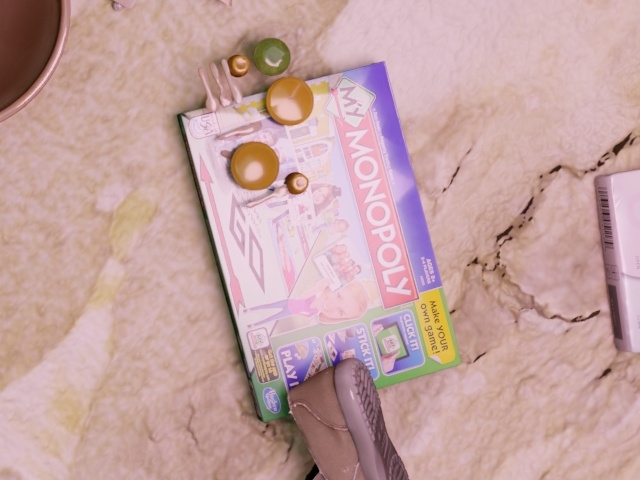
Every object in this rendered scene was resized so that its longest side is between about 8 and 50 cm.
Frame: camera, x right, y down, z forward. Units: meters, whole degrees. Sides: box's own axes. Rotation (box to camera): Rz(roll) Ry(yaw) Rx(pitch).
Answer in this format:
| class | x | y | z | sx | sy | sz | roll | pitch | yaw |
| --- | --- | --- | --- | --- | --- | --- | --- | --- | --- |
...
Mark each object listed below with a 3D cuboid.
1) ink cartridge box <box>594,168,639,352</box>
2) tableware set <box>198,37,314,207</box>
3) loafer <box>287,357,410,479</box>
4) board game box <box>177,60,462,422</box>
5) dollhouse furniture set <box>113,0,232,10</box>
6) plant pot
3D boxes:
| class | x | y | z | sx | sy | sz | roll | pitch | yaw |
| --- | --- | --- | --- | --- | --- | --- | --- | --- | --- |
| ink cartridge box | 0.411 | 0.007 | 1.703 | 0.232 | 0.066 | 0.189 | -9 | 94 | -7 |
| tableware set | -0.052 | -0.114 | 1.581 | 0.104 | 0.024 | 0.154 | -21 | 95 | -12 |
| loafer | 0.031 | 0.231 | 1.614 | 0.087 | 0.094 | 0.251 | -10 | 111 | 16 |
| board game box | 0.000 | 0.000 | 1.628 | 0.214 | 0.046 | 0.317 | -16 | 95 | -9 |
| dollhouse furniture set | -0.146 | -0.236 | 1.580 | 0.114 | 0.091 | 0.081 | 29 | 102 | -13 |
| plant pot | -0.355 | -0.213 | 1.519 | 0.237 | 0.110 | 0.237 | 0 | 92 | -12 |
